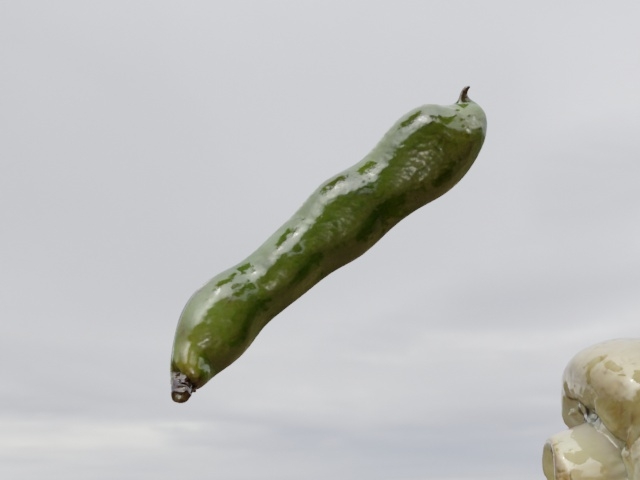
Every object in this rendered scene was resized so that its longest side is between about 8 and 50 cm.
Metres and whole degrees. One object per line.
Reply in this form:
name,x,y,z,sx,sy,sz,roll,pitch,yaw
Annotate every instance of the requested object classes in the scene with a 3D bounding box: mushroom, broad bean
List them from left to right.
broad bean,0.000,-0.001,0.771,0.052,0.256,0.053,53,-8,-31
mushroom,0.173,0.118,0.672,0.112,0.148,0.148,-3,-13,-2
